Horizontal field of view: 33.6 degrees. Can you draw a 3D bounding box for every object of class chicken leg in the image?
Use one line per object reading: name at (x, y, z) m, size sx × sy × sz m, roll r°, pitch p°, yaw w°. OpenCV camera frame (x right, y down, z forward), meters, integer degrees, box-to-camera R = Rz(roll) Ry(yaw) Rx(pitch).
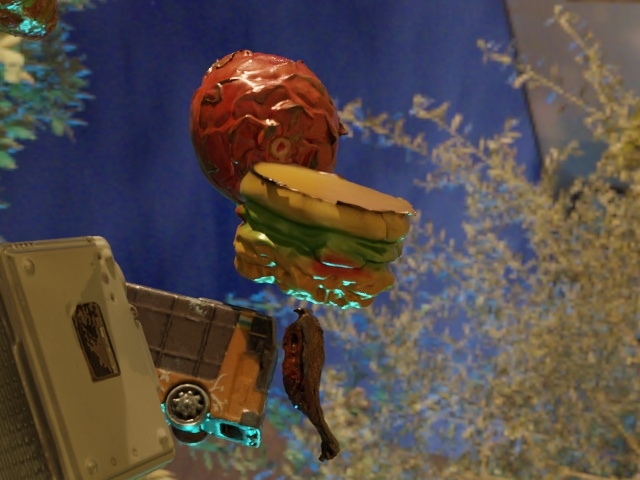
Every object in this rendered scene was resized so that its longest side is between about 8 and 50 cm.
chicken leg at (-0.016, 0.235, 1.723) m, size 0.106 × 0.051 × 0.253 m, roll 4°, pitch -105°, yaw -58°

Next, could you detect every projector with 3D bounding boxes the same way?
projector at (-0.251, 0.126, 1.046) m, size 0.192 × 0.099 × 0.257 m, roll -7°, pitch -104°, yaw -67°

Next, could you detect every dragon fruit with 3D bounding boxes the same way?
dragon fruit at (-0.081, -0.159, 1.553) m, size 0.241 × 0.252 × 0.241 m, roll -29°, pitch -34°, yaw -22°

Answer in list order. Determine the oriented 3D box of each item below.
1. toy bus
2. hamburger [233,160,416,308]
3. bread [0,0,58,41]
toy bus at (-0.224, 0.172, 1.501) m, size 0.162 × 0.323 × 0.194 m, roll 100°, pitch -177°, yaw -68°
hamburger at (0.000, 0.000, 1.303) m, size 0.237 × 0.237 × 0.149 m, roll -10°, pitch -64°, yaw -65°
bread at (-0.321, -0.269, 1.028) m, size 0.233 × 0.104 × 0.076 m, roll 87°, pitch -153°, yaw -58°
